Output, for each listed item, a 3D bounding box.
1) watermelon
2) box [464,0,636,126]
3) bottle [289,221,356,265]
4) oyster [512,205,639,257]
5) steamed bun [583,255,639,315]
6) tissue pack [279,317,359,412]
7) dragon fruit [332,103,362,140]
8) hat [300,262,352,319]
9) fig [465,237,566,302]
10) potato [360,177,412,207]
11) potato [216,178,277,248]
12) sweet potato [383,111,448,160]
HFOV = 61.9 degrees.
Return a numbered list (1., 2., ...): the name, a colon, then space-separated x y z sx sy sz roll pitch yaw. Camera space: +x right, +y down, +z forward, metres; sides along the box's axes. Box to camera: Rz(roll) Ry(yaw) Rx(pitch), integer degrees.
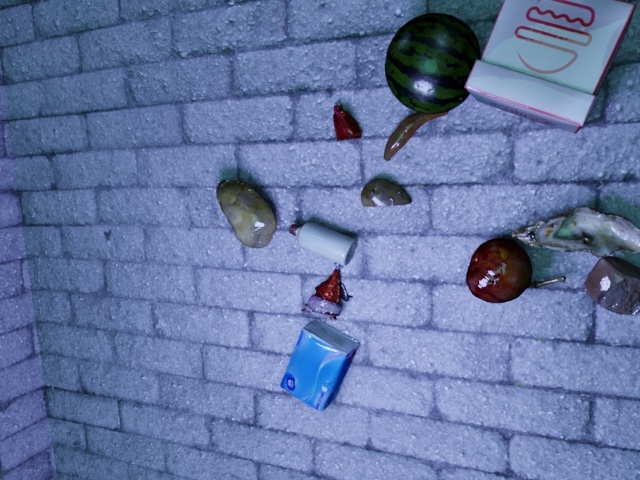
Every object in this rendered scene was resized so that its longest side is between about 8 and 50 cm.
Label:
1. watermelon: 0.327 -0.513 1.565 0.285 0.285 0.285 5 101 23
2. box: 0.605 -0.481 1.427 0.312 0.314 0.299 24 106 18
3. bottle: 0.000 0.000 1.902 0.245 0.104 0.104 23 108 19
4. oyster: 0.745 -0.024 1.563 0.342 0.110 0.166 -10 105 23
5. steamed bun: 0.859 0.138 1.534 0.175 0.106 0.144 24 117 6
6. tissue pack: -0.007 0.459 1.967 0.198 0.146 0.263 27 110 18
7. dragon fruit: 0.079 -0.402 1.813 0.097 0.063 0.131 -10 95 25
8. hat: 0.031 0.171 1.935 0.140 0.129 0.227 17 89 43
9. fig: 0.578 0.109 1.642 0.250 0.186 0.203 24 97 -16
10. potato: 0.210 -0.157 1.786 0.172 0.089 0.100 1 98 25
11. potato: -0.276 -0.109 1.988 0.296 0.141 0.191 49 131 8
12. sweet potato: 0.289 -0.359 1.734 0.255 0.058 0.078 -39 99 22
